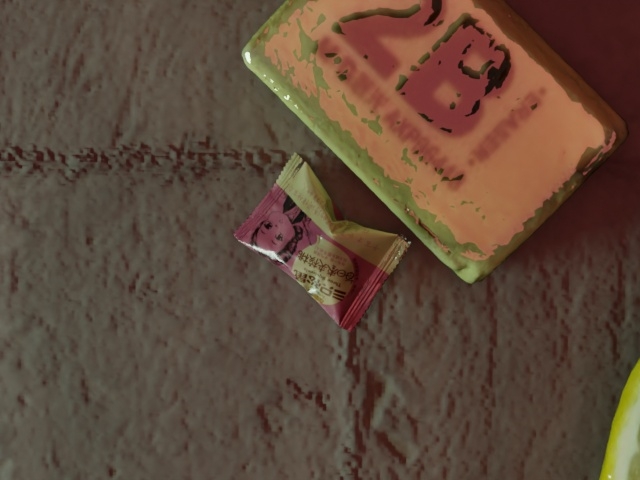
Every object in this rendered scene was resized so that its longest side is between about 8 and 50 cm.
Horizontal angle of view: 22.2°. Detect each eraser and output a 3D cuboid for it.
[{"bbox_3d":[0.059,-0.075,0.828,0.117,0.058,0.172,-45,88,6],"label":"eraser"}]

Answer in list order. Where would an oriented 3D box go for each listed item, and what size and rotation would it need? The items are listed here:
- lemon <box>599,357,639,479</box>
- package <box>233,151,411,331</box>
[{"bbox_3d":[0.262,0.128,0.738,0.219,0.240,0.240,11,93,-21],"label":"lemon"},{"bbox_3d":[0.000,0.000,0.852,0.083,0.029,0.059,39,102,13],"label":"package"}]
